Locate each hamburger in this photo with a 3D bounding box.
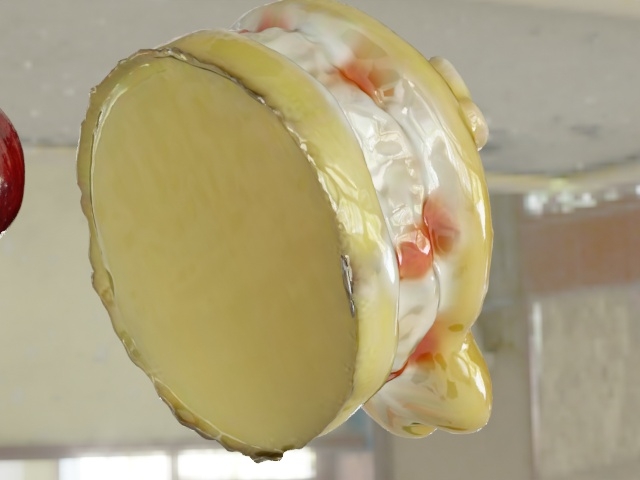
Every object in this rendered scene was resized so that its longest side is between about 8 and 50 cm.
[{"bbox_3d":[0.000,0.000,1.086,0.186,0.302,0.261,-21,175,-38],"label":"hamburger"}]

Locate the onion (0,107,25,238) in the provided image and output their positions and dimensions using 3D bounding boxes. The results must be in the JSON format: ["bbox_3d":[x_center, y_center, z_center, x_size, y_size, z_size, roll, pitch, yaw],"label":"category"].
[{"bbox_3d":[-0.209,-0.025,0.869,0.131,0.131,0.131,-1,174,0],"label":"onion"}]
